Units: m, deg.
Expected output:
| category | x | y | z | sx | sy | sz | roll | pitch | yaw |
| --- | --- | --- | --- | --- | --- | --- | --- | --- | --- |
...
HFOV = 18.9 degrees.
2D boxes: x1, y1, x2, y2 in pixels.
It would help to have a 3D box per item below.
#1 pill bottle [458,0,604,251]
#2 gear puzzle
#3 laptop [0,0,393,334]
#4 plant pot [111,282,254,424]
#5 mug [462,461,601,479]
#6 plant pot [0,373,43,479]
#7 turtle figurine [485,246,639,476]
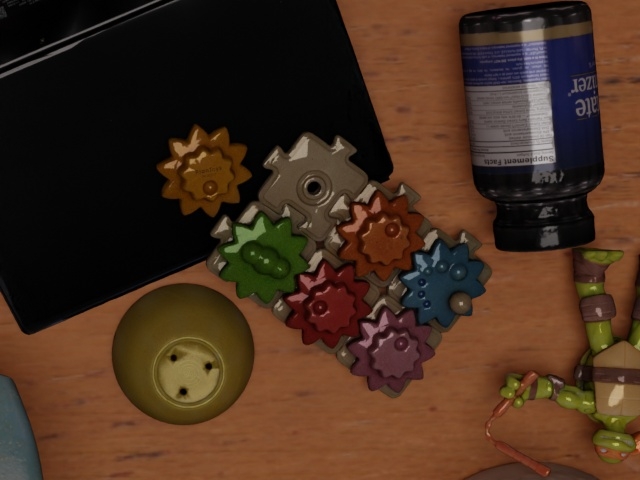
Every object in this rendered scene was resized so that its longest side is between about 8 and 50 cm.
| category | x | y | z | sx | sy | sz | roll | pitch | yaw |
| --- | --- | --- | --- | --- | --- | --- | --- | --- | --- |
| pill bottle | 0.196 | -0.104 | 1.760 | 0.123 | 0.123 | 0.219 | -7 | 99 | -6 |
| gear puzzle | 0.000 | 0.000 | 1.755 | 0.339 | 0.044 | 0.175 | 36 | 94 | -21 |
| laptop | -0.191 | -0.196 | 1.756 | 0.382 | 0.236 | 0.408 | -23 | 71 | -4 |
| plant pot | -0.124 | 0.112 | 1.763 | 0.134 | 0.095 | 0.134 | -1 | 97 | -6 |
| mug | 0.217 | 0.417 | 1.725 | 0.276 | 0.328 | 0.374 | 3 | 97 | -7 |
| plant pot | -0.351 | 0.242 | 1.685 | 0.247 | 0.248 | 0.252 | 6 | 76 | -7 |
| turtle figurine | 0.295 | 0.120 | 1.819 | 0.270 | 0.087 | 0.217 | 6 | 89 | 1 |
